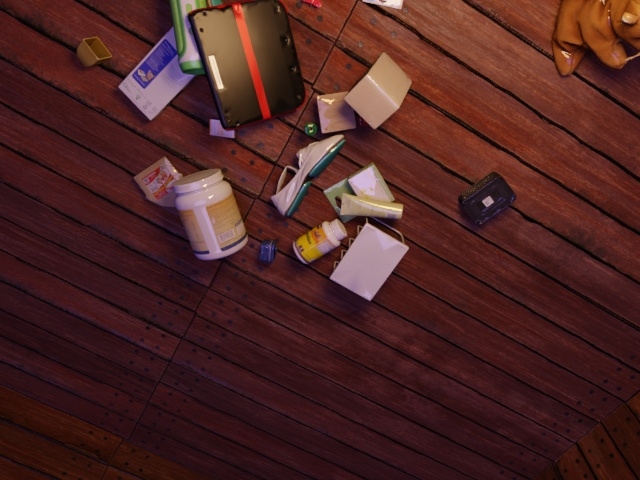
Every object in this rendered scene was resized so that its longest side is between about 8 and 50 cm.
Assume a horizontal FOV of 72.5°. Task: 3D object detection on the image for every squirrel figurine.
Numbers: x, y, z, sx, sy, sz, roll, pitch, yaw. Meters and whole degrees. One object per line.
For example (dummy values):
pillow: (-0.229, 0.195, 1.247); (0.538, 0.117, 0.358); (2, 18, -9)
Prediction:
squirrel figurine: (0.870, -0.707, 1.282); (0.281, 0.370, 0.397); (-24, 110, 14)

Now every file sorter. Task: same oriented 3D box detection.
file sorter: (0.194, 0.059, 1.785); (0.193, 0.173, 0.277); (29, 113, -8)

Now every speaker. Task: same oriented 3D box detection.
speaker: (-0.431, -0.719, 1.457); (0.131, 0.131, 0.296); (-5, 101, 6)

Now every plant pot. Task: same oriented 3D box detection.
plant pot: (-0.834, -0.678, 1.590); (0.083, 0.081, 0.081); (-26, 110, 27)

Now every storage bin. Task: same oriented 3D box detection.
storage bin: (0.646, -0.166, 1.699); (0.180, 0.084, 0.122); (-38, 106, 18)

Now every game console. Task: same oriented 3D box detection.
game console: (-0.233, -0.607, 1.497); (0.342, 0.060, 0.386); (-23, 113, -19)

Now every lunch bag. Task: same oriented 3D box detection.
lunch bag: (-0.219, 0.041, 1.867); (0.065, 0.067, 0.098); (8, 113, 0)

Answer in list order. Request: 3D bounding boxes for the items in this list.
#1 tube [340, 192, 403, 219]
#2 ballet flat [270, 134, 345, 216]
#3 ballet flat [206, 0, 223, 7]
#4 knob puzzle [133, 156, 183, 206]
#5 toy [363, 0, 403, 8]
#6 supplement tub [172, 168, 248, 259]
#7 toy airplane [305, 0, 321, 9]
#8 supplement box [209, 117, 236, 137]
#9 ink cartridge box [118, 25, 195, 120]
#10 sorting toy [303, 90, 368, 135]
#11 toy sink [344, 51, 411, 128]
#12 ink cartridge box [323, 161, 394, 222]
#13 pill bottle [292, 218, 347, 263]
tube: (0.200, -0.129, 1.711); (0.240, 0.062, 0.070); (7, 75, 4)
ballet flat: (-0.067, -0.272, 1.693); (0.139, 0.139, 0.400); (34, 113, -11)
ballet flat: (-0.349, -0.745, 1.524); (0.073, 0.080, 0.232); (-18, 111, 28)
knob puzzle: (-0.641, -0.225, 1.801); (0.213, 0.030, 0.213); (1, 113, 3)
toy: (0.228, -0.899, 1.419); (0.137, 0.056, 0.237); (12, 114, 0)
supplement tub: (-0.438, -0.105, 1.731); (0.228, 0.228, 0.316); (-11, 113, 9)
toy airplane: (-0.012, -0.859, 1.470); (0.151, 0.028, 0.151); (2, 113, 5)
supplement box: (-0.375, -0.435, 1.683); (0.098, 0.036, 0.062); (8, 114, 1)
ink cartridge box: (-0.570, -0.614, 1.604); (0.333, 0.065, 0.165); (-35, 107, 19)
sorting toy: (0.063, -0.474, 1.613); (0.274, 0.046, 0.132); (-12, 105, -10)
toy sink: (0.202, -0.523, 1.523); (0.153, 0.234, 0.131); (41, 134, -14)
ink cartridge box: (0.152, -0.181, 1.748); (0.235, 0.056, 0.171); (-29, 109, 14)
pill bottle: (0.000, 0.000, 1.804); (0.215, 0.117, 0.117); (-32, 108, 16)
